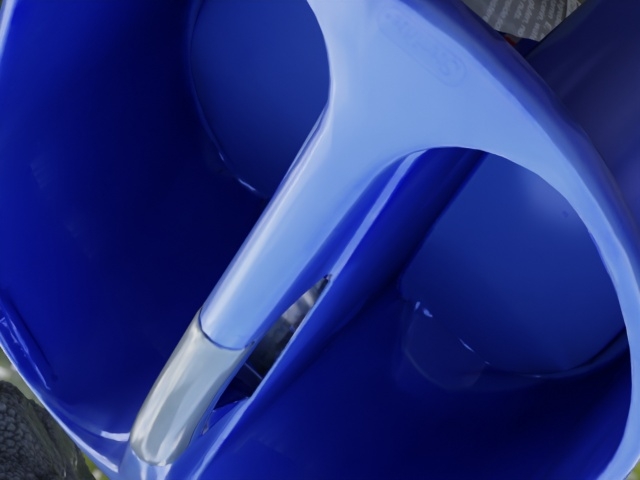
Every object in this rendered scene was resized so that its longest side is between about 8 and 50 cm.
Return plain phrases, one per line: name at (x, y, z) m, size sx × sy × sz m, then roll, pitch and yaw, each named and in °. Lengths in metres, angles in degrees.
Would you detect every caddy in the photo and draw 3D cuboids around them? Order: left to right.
caddy at (0.000, 0.000, 0.669) m, size 0.241 × 0.341 × 0.179 m, roll 39°, pitch -124°, yaw 5°

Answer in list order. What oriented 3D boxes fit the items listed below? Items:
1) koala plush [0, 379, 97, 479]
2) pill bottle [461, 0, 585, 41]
koala plush at (-0.215, 0.202, 1.068) m, size 0.203 × 0.221 × 0.196 m, roll 60°, pitch -177°, yaw -13°
pill bottle at (0.069, -0.079, 1.073) m, size 0.318 × 0.176 × 0.176 m, roll 38°, pitch -169°, yaw -27°
